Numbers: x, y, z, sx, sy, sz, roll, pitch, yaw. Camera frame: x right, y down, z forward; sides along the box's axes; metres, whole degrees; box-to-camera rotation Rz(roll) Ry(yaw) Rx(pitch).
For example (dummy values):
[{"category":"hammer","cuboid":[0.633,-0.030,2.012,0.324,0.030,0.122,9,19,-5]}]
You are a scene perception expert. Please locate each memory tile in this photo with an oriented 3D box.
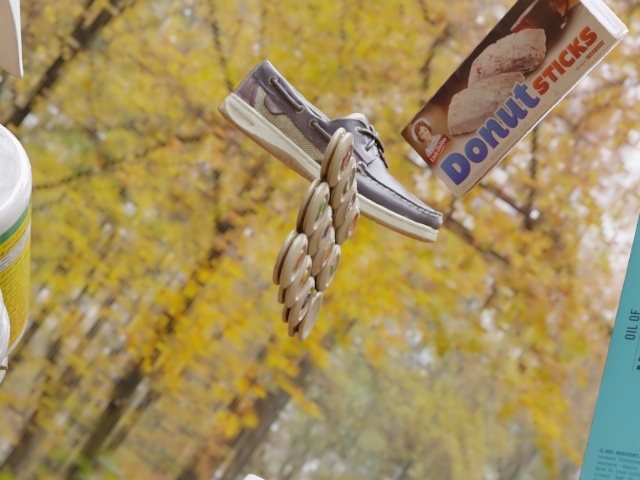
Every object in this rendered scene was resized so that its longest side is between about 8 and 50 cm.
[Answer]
[{"category":"memory tile","cuboid":[0.000,0.000,1.059,0.012,0.113,0.148,21,-18,11]}]

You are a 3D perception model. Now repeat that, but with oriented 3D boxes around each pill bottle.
[{"category":"pill bottle","cuboid":[-0.255,0.021,1.084,0.117,0.117,0.208,31,-39,15]}]

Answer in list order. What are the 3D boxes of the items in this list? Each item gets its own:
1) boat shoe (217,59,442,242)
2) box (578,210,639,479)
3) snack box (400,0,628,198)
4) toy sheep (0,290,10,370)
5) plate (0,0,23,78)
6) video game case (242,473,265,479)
[{"category":"boat shoe","cuboid":[0.020,-0.099,1.751,0.285,0.092,0.103,34,5,17]},{"category":"box","cuboid":[0.227,0.084,1.025,0.060,0.244,0.100,5,-22,31]},{"category":"snack box","cuboid":[0.125,-0.104,1.065,0.064,0.022,0.178,48,-47,7]},{"category":"toy sheep","cuboid":[-0.186,0.031,0.721,0.091,0.091,0.132,23,-8,36]},{"category":"plate","cuboid":[-0.258,-0.286,1.202,0.045,0.278,0.277,-5,-8,-8]},{"category":"video game case","cuboid":[-0.136,0.364,1.400,0.061,0.269,0.244,30,21,6]}]
